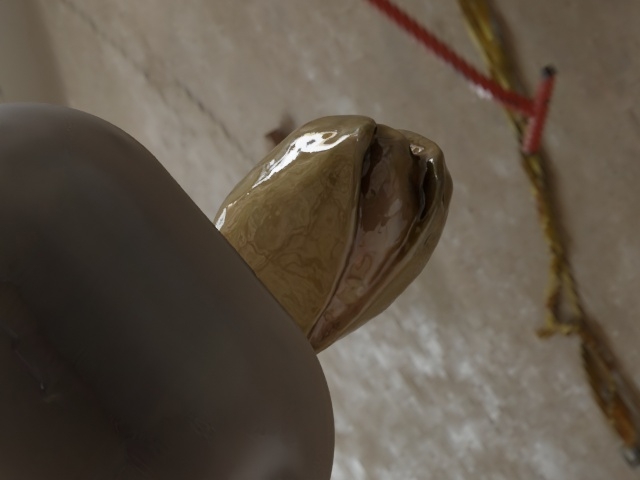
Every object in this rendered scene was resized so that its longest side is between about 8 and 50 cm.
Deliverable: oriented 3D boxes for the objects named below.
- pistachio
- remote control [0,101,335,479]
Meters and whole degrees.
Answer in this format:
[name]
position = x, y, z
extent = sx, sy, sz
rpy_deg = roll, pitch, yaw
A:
[pistachio]
position = 0.000, 0.000, 1.329
extent = 0.293, 0.162, 0.181
rpy_deg = -39, 39, 44
[remote control]
position = -0.138, 0.071, 0.905
extent = 0.332, 0.221, 0.103
rpy_deg = 50, 180, 6
